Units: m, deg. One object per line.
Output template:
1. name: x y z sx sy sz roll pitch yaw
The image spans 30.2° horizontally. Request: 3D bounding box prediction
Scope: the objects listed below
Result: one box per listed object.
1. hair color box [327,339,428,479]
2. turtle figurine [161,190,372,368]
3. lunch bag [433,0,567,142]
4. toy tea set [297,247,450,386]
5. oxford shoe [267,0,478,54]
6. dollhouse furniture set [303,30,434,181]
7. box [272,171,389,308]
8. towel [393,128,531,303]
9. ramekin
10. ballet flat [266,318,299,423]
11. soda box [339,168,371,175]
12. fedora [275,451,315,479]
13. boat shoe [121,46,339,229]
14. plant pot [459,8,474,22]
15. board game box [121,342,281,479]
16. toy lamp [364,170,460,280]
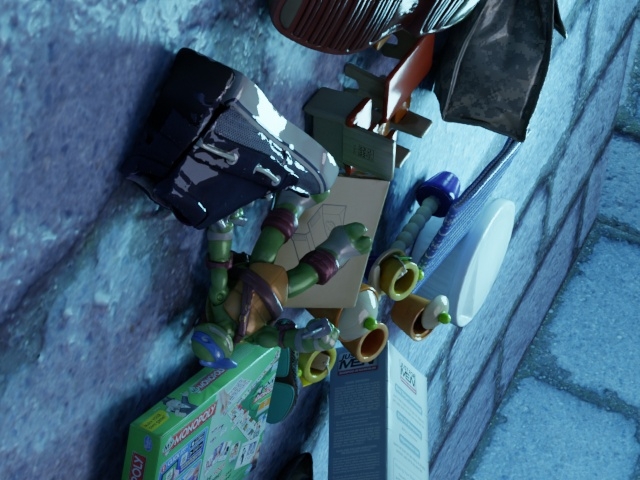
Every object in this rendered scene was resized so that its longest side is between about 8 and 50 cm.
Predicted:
1. hair color box: 0.100 0.378 2.003 0.185 0.114 0.374 47 38 -51
2. turtle figurine: -0.040 0.030 1.440 0.266 0.198 0.274 -49 157 -37
3. lunch bag: 0.292 -0.329 1.881 0.235 0.169 0.287 -84 -171 -73
4. toy tea set: 0.100 0.127 1.893 0.336 0.124 0.200 -18 127 -41
5. oxford shoe: 0.050 -0.316 1.454 0.348 0.130 0.123 -14 149 -46
6. dollhouse furniture set: 0.097 -0.202 1.635 0.259 0.135 0.262 -52 155 -37
7. box: 0.000 0.000 1.635 0.164 0.021 0.201 3 112 -30
8. towel: 0.232 -0.040 2.026 0.243 0.040 0.336 -47 170 -32
9. ramekin: 0.272 0.025 2.340 0.273 0.127 0.272 -53 156 -36
10. ballet flat: -0.058 0.193 1.772 0.070 0.070 0.188 -46 154 -46
11. soda box: 0.031 -0.056 1.734 0.183 0.058 0.063 -41 147 -53
12. fedora: -0.008 0.543 2.060 0.334 0.153 0.334 11 90 -74
13. boat shoe: -0.099 -0.078 1.316 0.158 0.127 0.340 -59 152 -3
14. plant pot: 0.183 -0.377 1.773 0.083 0.083 0.079 -64 148 -8
15. board game box: -0.153 0.264 1.511 0.317 0.046 0.213 -33 139 -60
16. toy lamp: 0.169 -0.025 2.095 0.274 0.080 0.080 -52 155 -35
